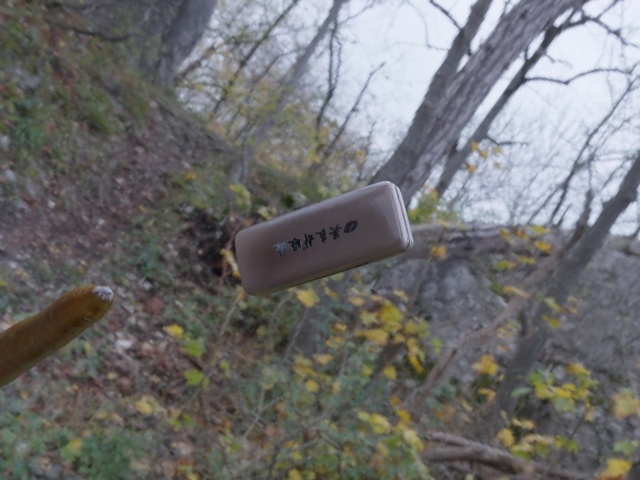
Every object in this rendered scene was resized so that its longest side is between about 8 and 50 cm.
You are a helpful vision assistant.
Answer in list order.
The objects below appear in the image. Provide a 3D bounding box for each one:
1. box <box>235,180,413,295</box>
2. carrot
[{"bbox_3d":[0.000,0.000,0.526,0.025,0.115,0.048,22,54,-67],"label":"box"},{"bbox_3d":[-0.233,0.080,0.667,0.043,0.043,0.248,40,-44,-21],"label":"carrot"}]
